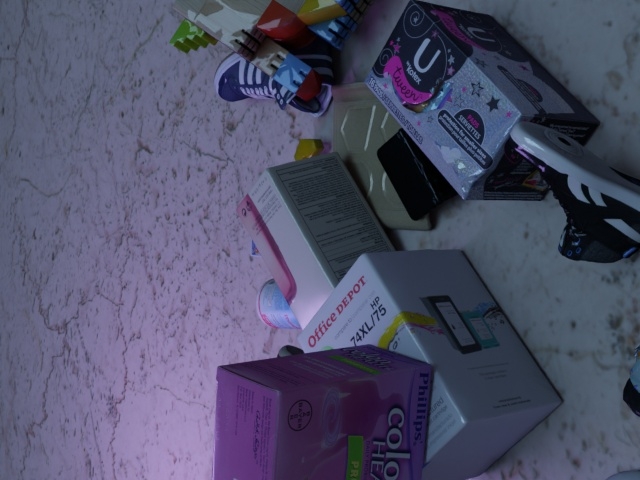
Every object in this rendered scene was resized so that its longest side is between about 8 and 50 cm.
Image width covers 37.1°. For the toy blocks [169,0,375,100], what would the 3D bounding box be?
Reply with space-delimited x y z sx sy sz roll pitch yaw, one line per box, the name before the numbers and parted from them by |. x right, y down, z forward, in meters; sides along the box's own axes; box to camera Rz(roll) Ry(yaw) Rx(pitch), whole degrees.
toy blocks | -0.038 -0.400 1.470 0.261 0.191 0.381 37 96 20

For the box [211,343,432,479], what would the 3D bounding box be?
box | 0.002 0.249 1.128 0.117 0.243 0.213 12 101 47

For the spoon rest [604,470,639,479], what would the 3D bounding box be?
spoon rest | 0.341 0.392 1.181 0.276 0.084 0.137 -44 59 26

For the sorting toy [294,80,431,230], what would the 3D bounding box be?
sorting toy | 0.065 -0.134 1.511 0.307 0.041 0.228 5 99 50

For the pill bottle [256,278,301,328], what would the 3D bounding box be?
pill bottle | -0.030 0.104 1.589 0.160 0.087 0.087 -5 87 51

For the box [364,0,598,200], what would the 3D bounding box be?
box | 0.203 -0.183 1.242 0.247 0.163 0.142 55 129 34

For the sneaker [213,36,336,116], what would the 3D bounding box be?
sneaker | -0.080 -0.262 1.628 0.282 0.099 0.153 -26 70 44

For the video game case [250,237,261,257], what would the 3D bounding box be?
video game case | -0.086 -0.010 1.711 0.122 0.011 0.087 6 97 50

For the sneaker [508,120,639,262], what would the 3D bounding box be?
sneaker | 0.293 -0.042 1.119 0.121 0.217 0.079 -58 9 31

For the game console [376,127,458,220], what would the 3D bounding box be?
game console | 0.155 -0.108 1.376 0.122 0.107 0.071 62 177 8

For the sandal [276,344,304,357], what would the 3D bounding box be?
sandal | 0.033 0.217 1.505 0.303 0.120 0.086 29 86 50

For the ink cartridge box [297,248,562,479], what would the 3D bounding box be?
ink cartridge box | 0.140 0.174 1.303 0.198 0.197 0.270 -54 53 36

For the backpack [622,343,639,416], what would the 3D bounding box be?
backpack | 0.418 0.132 1.037 0.152 0.115 0.181 39 117 45

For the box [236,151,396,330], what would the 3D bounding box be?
box | 0.000 0.000 1.468 0.232 0.149 0.127 61 140 15
